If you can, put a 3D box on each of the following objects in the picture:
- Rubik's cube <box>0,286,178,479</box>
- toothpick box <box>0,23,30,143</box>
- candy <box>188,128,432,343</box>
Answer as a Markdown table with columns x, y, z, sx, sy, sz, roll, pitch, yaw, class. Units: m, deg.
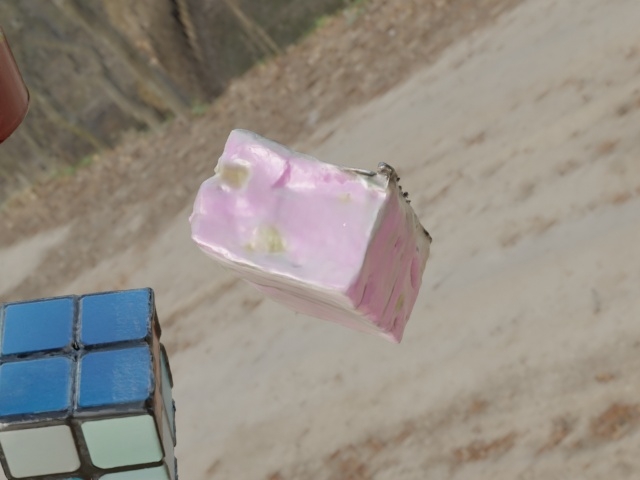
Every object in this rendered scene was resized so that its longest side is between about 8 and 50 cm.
| x | y | z | sx | sy | sz | roll | pitch | yaw | class |
| --- | --- | --- | --- | --- | --- | --- | --- | --- | --- |
| -0.242 | 0.175 | 1.531 | 0.167 | 0.180 | 0.183 | -6 | 45 | 0 | Rubik's cube |
| -0.404 | -0.234 | 1.273 | 0.204 | 0.333 | 0.204 | -10 | 34 | 7 | toothpick box |
| 0.000 | 0.000 | 1.269 | 0.265 | 0.155 | 0.116 | 46 | -119 | -73 | candy |
